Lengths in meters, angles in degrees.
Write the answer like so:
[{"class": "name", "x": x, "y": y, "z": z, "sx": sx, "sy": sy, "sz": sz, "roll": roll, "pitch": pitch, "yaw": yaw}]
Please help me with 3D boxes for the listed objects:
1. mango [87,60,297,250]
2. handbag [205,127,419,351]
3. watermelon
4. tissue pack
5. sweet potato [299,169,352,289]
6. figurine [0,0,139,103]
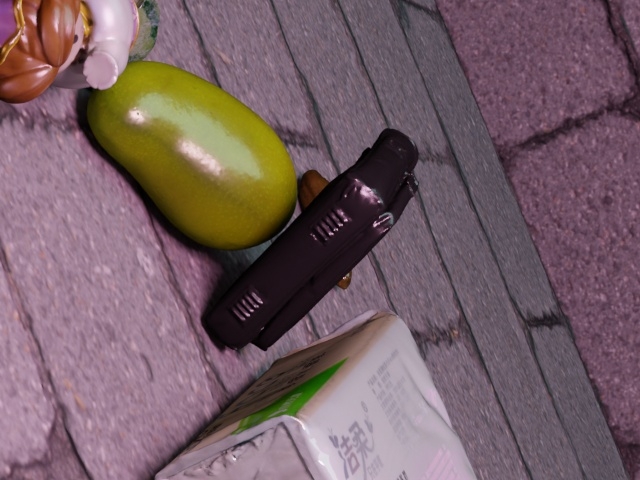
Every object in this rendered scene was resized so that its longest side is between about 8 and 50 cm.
[{"class": "mango", "x": -0.144, "y": -0.099, "z": 1.929, "sx": 0.293, "sy": 0.143, "sz": 0.175, "roll": 36, "pitch": 44, "yaw": -36}, {"class": "handbag", "x": 0.000, "y": 0.000, "z": 1.973, "sx": 0.088, "sy": 0.275, "sz": 0.244, "roll": 41, "pitch": 23, "yaw": -3}, {"class": "watermelon", "x": -0.263, "y": -0.233, "z": 1.913, "sx": 0.158, "sy": 0.121, "sz": 0.098, "roll": 26, "pitch": -13, "yaw": 22}, {"class": "tissue pack", "x": 0.021, "y": 0.292, "z": 1.797, "sx": 0.332, "sy": 0.205, "sz": 0.405, "roll": 64, "pitch": 21, "yaw": -4}, {"class": "sweet potato", "x": 0.009, "y": -0.020, "z": 2.346, "sx": 0.053, "sy": 0.054, "sz": 0.182, "roll": 11, "pitch": 59, "yaw": -55}, {"class": "figurine", "x": -0.281, "y": -0.215, "z": 1.710, "sx": 0.189, "sy": 0.142, "sz": 0.263, "roll": 36, "pitch": 18, "yaw": 11}]
